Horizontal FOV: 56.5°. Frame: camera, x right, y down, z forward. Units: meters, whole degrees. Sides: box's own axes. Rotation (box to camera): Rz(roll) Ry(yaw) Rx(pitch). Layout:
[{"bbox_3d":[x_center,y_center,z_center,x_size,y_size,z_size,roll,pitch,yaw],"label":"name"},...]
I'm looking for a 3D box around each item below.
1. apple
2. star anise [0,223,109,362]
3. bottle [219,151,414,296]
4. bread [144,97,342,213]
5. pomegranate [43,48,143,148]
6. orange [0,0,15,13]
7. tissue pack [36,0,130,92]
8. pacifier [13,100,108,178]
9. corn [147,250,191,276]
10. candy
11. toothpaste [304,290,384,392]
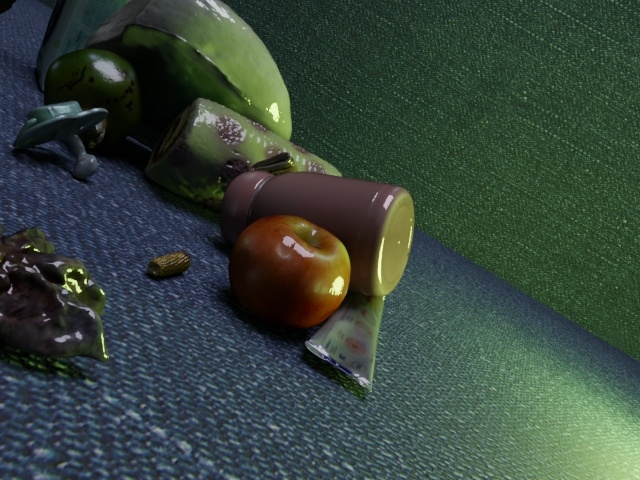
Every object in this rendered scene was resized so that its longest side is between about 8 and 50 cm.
[{"bbox_3d":[-0.042,0.045,0.792,0.163,0.139,0.163,25,27,-14],"label":"apple"},{"bbox_3d":[-0.267,0.018,0.468,0.212,0.073,0.197,21,17,-50],"label":"star anise"},{"bbox_3d":[-0.008,-0.037,0.957,0.296,0.206,0.173,11,-26,25],"label":"bottle"},{"bbox_3d":[-0.142,-0.124,1.143,0.338,0.155,0.187,25,-30,-33],"label":"bread"},{"bbox_3d":[-0.399,-0.236,1.055,0.180,0.180,0.210,22,34,-36],"label":"pomegranate"},{"bbox_3d":[-0.834,-0.637,1.284,0.357,0.322,0.322,34,9,-19],"label":"orange"},{"bbox_3d":[-0.517,-0.521,1.376,0.162,0.388,0.287,21,14,-34],"label":"tissue pack"},{"bbox_3d":[-0.381,-0.145,0.895,0.117,0.126,0.150,65,27,-9],"label":"pacifier"},{"bbox_3d":[-0.187,0.029,0.746,0.027,0.028,0.083,11,7,14],"label":"corn"},{"bbox_3d":[-0.245,-0.307,1.202,0.427,0.386,0.186,42,48,-21],"label":"candy"},{"bbox_3d":[0.051,0.124,0.873,0.100,0.066,0.323,36,15,3],"label":"toothpaste"}]
